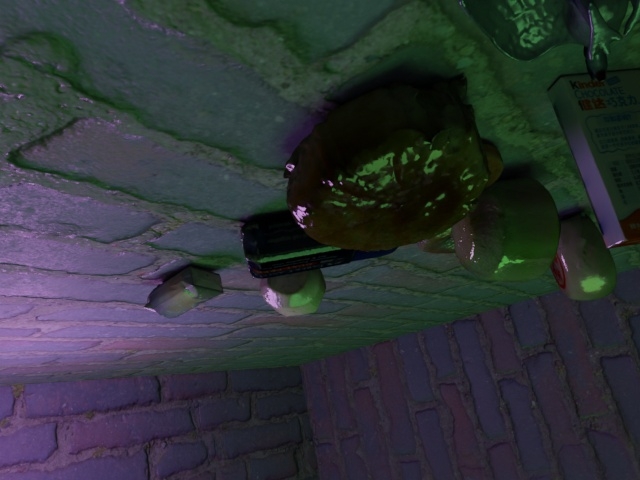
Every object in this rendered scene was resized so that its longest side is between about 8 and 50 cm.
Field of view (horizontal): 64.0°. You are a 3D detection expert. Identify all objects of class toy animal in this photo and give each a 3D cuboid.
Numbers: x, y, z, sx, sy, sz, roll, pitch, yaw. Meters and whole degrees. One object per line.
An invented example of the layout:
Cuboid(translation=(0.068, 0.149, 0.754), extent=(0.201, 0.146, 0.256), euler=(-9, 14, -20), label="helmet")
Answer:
Cuboid(translation=(0.281, -0.261, 0.551), extent=(0.239, 0.176, 0.255), euler=(-21, 125, 17), label="toy animal")

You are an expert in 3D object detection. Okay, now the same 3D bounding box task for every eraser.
Cuboid(translation=(0.000, 0.000, 1.081), extent=(0.332, 0.102, 0.155), euler=(-9, 162, -6), label="eraser")

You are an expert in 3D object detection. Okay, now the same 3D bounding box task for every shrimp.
Cuboid(translation=(0.393, -0.025, 1.295), extent=(0.317, 0.077, 0.168), euler=(-21, 157, 34), label="shrimp")

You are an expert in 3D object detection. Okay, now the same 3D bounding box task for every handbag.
Cuboid(translation=(-0.343, 0.127, 1.270), extent=(0.173, 0.095, 0.117), euler=(-29, 151, 22), label="handbag")

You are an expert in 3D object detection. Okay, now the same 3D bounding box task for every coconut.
Cuboid(translation=(-0.067, 0.114, 1.292), extent=(0.161, 0.161, 0.162), euler=(-13, 152, 4), label="coconut")
Cuboid(translation=(0.400, -0.028, 1.086), extent=(0.235, 0.236, 0.205), euler=(-7, 126, -15), label="coconut")

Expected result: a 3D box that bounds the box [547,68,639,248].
Cuboid(translation=(0.505, -0.133, 0.757), extent=(0.273, 0.265, 0.048), euler=(-7, 162, -10), label="box")

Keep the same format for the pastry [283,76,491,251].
Cuboid(translation=(0.109, -0.088, 0.778), extent=(0.329, 0.136, 0.330), euler=(-7, 148, -5), label="pastry")

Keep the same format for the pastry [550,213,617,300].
Cuboid(translation=(0.732, 0.052, 1.465), extent=(0.133, 0.265, 0.265), euler=(-19, 160, 14), label="pastry")

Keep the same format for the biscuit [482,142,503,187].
Cuboid(translation=(0.206, -0.118, 0.959), extent=(0.288, 0.044, 0.202), euler=(-5, 159, -15), label="biscuit")
